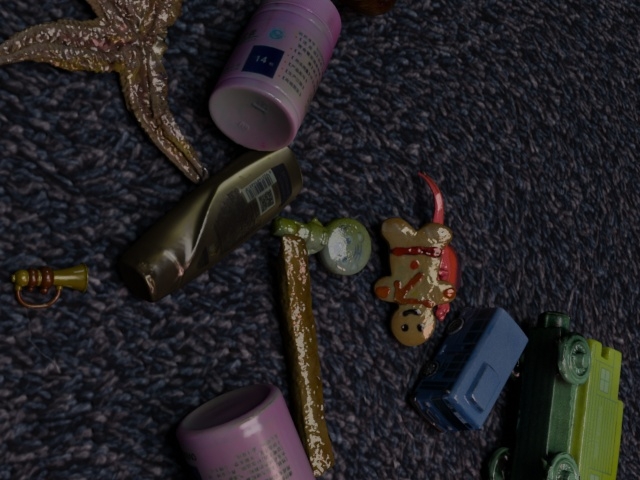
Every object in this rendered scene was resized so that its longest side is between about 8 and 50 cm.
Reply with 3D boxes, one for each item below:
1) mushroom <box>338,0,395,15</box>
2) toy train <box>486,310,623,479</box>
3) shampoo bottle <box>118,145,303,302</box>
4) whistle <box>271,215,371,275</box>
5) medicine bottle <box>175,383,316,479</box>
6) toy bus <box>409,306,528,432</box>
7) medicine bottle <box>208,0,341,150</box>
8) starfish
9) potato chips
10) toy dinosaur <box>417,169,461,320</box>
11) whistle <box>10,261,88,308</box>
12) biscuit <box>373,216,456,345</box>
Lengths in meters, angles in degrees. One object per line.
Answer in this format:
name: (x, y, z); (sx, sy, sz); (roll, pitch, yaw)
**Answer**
mushroom: (0.083, -0.515, 1.902); (0.194, 0.138, 0.231); (46, 48, -9)
toy train: (0.485, 0.374, 2.091); (0.272, 0.179, 0.442); (24, 69, -40)
shampoo bottle: (-0.170, -0.031, 1.668); (0.350, 0.084, 0.126); (-42, 133, -32)
whistle: (0.000, 0.000, 1.828); (0.198, 0.057, 0.104); (15, 81, -28)
medicine bottle: (-0.095, 0.389, 1.628); (0.178, 0.178, 0.291); (-28, 103, -36)
toy bus: (0.282, 0.243, 1.963); (0.116, 0.133, 0.234); (49, 59, -24)
medicine bottle: (-0.070, -0.287, 1.712); (0.152, 0.152, 0.254); (41, 51, -27)
starfish: (-0.296, -0.324, 1.576); (0.383, 0.132, 0.398); (14, 98, -36)
potato chips: (-0.030, 0.190, 1.766); (0.057, 0.080, 0.407); (-7, 91, -22)
toy dinosaur: (0.238, 0.014, 2.008); (0.139, 0.070, 0.286); (11, 75, -47)
whistle: (-0.399, 0.064, 1.524); (0.109, 0.057, 0.046); (-5, 43, -29)
biscuit: (0.174, 0.078, 1.912); (0.153, 0.030, 0.234); (5, 94, 1)
